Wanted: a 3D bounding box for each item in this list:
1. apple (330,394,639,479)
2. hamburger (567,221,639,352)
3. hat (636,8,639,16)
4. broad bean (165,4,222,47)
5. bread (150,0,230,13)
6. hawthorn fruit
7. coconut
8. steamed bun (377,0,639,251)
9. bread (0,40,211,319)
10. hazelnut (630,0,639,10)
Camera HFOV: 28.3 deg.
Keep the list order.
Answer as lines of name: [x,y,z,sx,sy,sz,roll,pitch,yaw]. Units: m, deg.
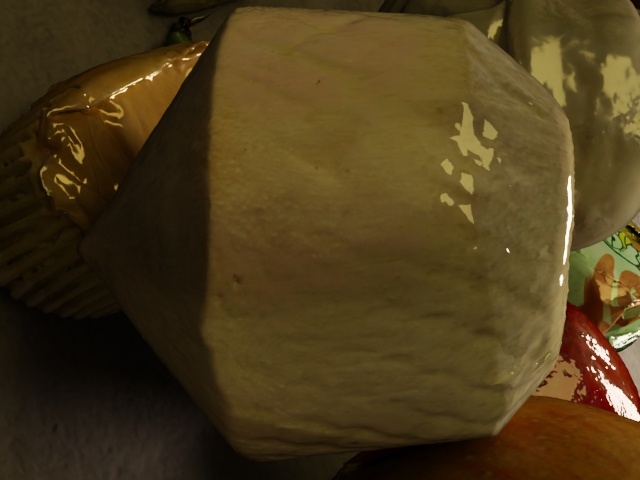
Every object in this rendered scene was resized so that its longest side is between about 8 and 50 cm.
apple: [0.151,0.302,0.884,0.400,0.333,0.400,3,82,-25]
hamburger: [0.291,0.016,1.391,0.235,0.125,0.214,-11,63,-45]
hat: [0.275,-0.138,1.392,0.110,0.252,0.252,53,35,-44]
broad bean: [-0.032,-0.122,1.084,0.098,0.056,0.318,-33,54,-23]
bread: [-0.062,-0.314,1.133,0.178,0.240,0.135,-29,89,-50]
hawthorn fruit: [0.193,0.166,1.158,0.249,0.215,0.215,44,42,-26]
coconut: [0.000,0.000,0.828,0.329,0.329,0.329,24,51,-35]
steamed bun: [0.148,-0.128,1.193,0.219,0.309,0.324,-7,70,-42]
bread: [-0.147,-0.049,0.971,0.179,0.133,0.250,55,46,-12]
hazelnut: [0.461,-0.220,1.544,0.402,0.402,0.429,18,50,-39]
